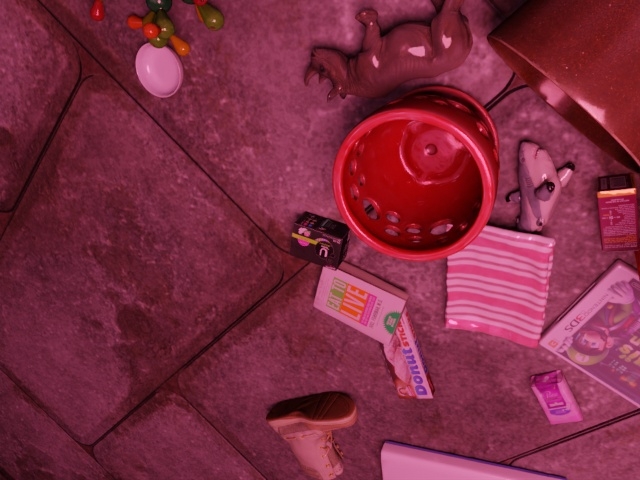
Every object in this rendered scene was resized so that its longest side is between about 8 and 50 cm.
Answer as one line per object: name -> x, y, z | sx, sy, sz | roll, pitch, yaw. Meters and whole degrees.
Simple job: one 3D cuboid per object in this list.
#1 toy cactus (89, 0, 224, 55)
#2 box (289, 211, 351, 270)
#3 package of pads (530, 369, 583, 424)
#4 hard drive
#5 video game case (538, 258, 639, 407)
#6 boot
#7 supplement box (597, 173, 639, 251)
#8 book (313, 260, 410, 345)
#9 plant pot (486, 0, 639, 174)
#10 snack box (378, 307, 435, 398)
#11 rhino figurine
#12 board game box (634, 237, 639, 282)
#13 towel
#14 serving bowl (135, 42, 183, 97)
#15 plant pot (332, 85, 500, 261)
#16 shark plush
toy cactus -> -0.237, -0.367, 0.759 | 0.219, 0.112, 0.180 | 22, 114, 23
box -> 0.000, 0.000, 0.864 | 0.083, 0.052, 0.062 | 18, 121, 14
package of pads -> 0.368, 0.246, 0.839 | 0.050, 0.032, 0.083 | -23, 105, 29
hard drive -> 0.278, 0.493, 1.004 | 0.319, 0.040, 0.210 | 4, 117, 23
video game case -> 0.442, 0.140, 0.755 | 0.190, 0.022, 0.173 | 33, 125, 6
boot -> 0.011, 0.386, 1.049 | 0.213, 0.077, 0.165 | -19, 106, 36
supplement box -> 0.372, -0.035, 0.674 | 0.043, 0.055, 0.083 | -5, 113, 28
book -> 0.064, 0.100, 0.884 | 0.144, 0.035, 0.096 | 25, 120, 18
plant pot -> 0.326, -0.220, 0.524 | 0.215, 0.215, 0.230 | 42, 111, -1
snack box -> 0.140, 0.193, 0.920 | 0.064, 0.022, 0.178 | -11, 110, 29
rhino figurine -> 0.077, -0.241, 0.690 | 0.243, 0.073, 0.106 | -13, 107, 31
board game box -> 0.416, -0.060, 0.528 | 0.064, 0.242, 0.316 | 19, 122, 16
towel -> 0.251, 0.066, 0.776 | 0.144, 0.029, 0.197 | 10, 128, 25
serving bowl -> -0.249, -0.270, 0.849 | 0.083, 0.027, 0.083 | 11, 120, 20
plant pot -> 0.130, -0.092, 0.681 | 0.191, 0.174, 0.191 | 10, 119, 19
shark plush -> 0.283, -0.054, 0.725 | 0.067, 0.073, 0.161 | 31, 148, 30
